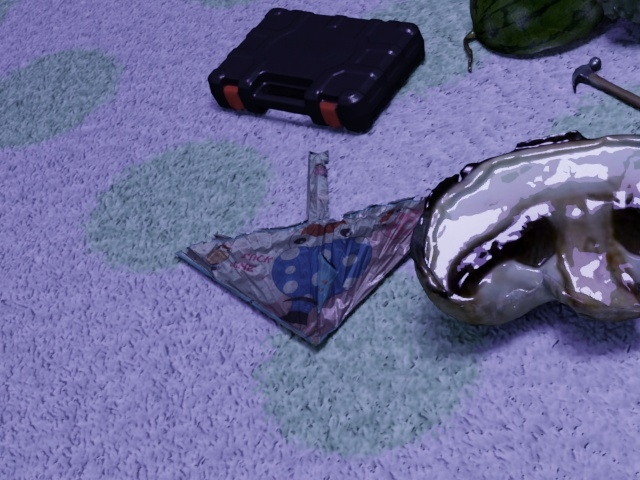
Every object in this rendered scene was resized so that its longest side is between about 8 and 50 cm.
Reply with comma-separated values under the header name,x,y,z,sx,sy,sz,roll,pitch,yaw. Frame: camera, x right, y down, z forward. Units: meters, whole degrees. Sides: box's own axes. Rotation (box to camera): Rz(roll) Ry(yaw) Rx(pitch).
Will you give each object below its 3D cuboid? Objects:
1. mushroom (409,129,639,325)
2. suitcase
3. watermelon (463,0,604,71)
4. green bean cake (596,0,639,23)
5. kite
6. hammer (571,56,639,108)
name,x,y,z,sx,sy,sz,roll,pitch,yaw
mushroom,0.278,0.003,1.252,0.344,0.130,0.247,-21,58,2
suitcase,-0.008,-0.263,1.676,0.286,0.066,0.206,15,53,33
watermelon,0.307,-0.369,1.620,0.232,0.127,0.204,-14,45,16
green bean cake,0.519,-0.388,1.521,0.255,0.132,0.241,15,54,20
kite,0.000,0.000,1.438,0.406,0.014,0.368,-12,42,11
hammer,0.402,-0.191,1.475,0.062,0.017,0.182,-34,44,-14
